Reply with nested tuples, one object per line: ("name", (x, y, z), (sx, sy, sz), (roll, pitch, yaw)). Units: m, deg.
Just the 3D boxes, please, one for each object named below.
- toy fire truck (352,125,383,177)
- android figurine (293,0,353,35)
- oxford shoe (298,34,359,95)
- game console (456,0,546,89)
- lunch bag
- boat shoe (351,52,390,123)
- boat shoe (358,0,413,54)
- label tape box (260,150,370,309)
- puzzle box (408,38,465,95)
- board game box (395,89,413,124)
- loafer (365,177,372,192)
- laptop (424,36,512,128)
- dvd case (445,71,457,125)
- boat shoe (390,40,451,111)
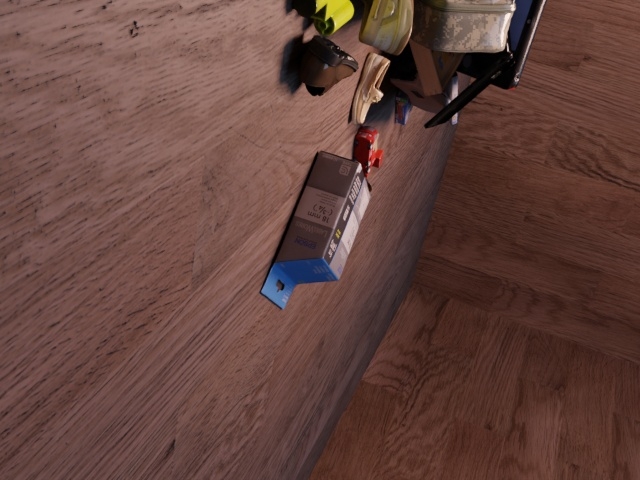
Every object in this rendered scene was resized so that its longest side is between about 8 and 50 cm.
("toy fire truck", (0.130, -0.243, 1.965), (0.192, 0.047, 0.135), (92, 22, -50))
("android figurine", (0.034, -0.477, 1.232), (0.273, 0.056, 0.248), (-53, 158, -48))
("oxford shoe", (0.006, -0.311, 1.336), (0.096, 0.083, 0.227), (-55, 171, 18))
("game console", (0.517, -0.661, 2.150), (0.342, 0.060, 0.387), (48, -52, 57))
("lunch bag", (0.263, -0.554, 1.524), (0.305, 0.212, 0.256), (-119, -148, -53))
("boat shoe", (0.119, -0.352, 1.736), (0.063, 0.059, 0.170), (-33, 140, -69))
("boat shoe", (0.121, -0.499, 1.425), (0.109, 0.098, 0.302), (129, -32, -63))
("label tape box", (0.000, 0.000, 1.660), (0.240, 0.105, 0.334), (56, 54, -73))
("puzzle box", (0.328, -0.604, 1.985), (0.409, 0.052, 0.272), (-58, 135, -43))
("board game box", (0.281, -0.475, 2.269), (0.136, 0.035, 0.201), (82, 30, -63))
("loafer", (0.111, -0.141, 2.000), (0.170, 0.061, 0.062), (-33, 139, -70))
("laptop", (0.379, -0.514, 1.896), (0.408, 0.236, 0.382), (-41, 178, 19))
("dvd case", (0.373, -0.489, 2.243), (0.253, 0.022, 0.180), (69, 0, -64))
("boat shoe", (0.312, -0.477, 2.112), (0.340, 0.127, 0.158), (19, 87, -65))
